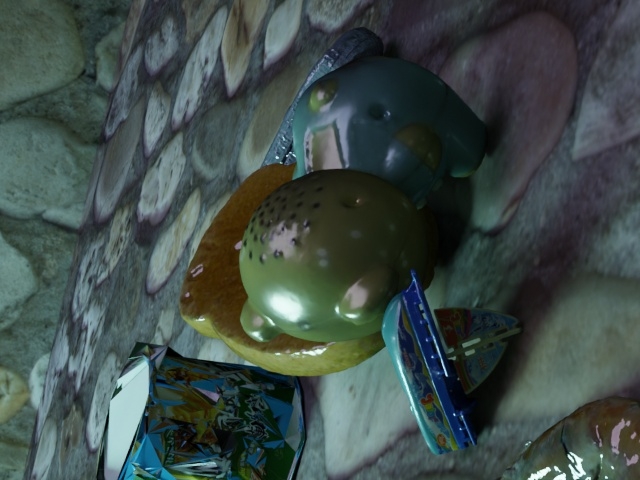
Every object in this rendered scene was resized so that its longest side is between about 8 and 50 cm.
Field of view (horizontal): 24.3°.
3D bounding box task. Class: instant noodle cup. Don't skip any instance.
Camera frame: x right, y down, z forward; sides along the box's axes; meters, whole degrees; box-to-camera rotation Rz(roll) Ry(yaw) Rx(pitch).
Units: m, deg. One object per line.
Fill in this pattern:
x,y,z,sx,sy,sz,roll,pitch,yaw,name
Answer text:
-0.144,0.233,1.696,0.240,0.178,0.240,-164,90,-71,instant noodle cup

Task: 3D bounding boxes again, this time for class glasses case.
-0.008,-0.119,1.706,0.109,0.067,0.282,-33,-26,-56,glasses case

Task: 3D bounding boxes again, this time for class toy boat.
0.111,0.087,1.214,0.091,0.110,0.175,-105,-7,-57,toy boat

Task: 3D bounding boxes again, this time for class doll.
0.029,-0.028,1.320,0.177,0.161,0.261,-11,49,43,doll

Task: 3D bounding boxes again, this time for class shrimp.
0.173,0.185,1.030,0.223,0.047,0.126,137,134,-56,shrimp

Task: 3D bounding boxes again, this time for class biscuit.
0.001,0.001,1.519,0.344,0.057,0.287,10,67,52,biscuit
